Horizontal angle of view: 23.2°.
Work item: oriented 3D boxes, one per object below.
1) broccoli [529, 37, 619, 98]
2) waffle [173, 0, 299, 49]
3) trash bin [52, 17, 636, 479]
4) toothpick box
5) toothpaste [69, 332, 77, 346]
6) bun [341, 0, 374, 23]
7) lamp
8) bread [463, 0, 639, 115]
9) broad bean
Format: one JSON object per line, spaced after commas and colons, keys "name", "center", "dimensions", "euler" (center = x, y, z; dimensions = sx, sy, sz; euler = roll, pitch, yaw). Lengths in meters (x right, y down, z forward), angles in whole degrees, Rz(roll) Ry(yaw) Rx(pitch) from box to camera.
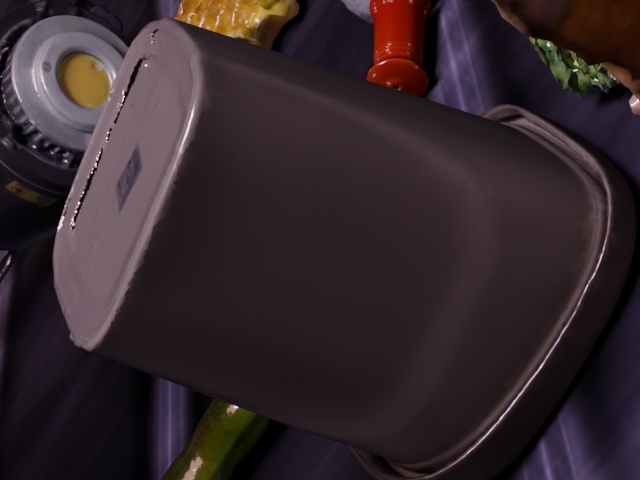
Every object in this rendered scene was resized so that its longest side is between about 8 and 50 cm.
{"name": "broccoli", "center": [0.134, -0.197, 0.874], "dimensions": [0.194, 0.194, 0.219], "euler": [-20, 55, 56]}
{"name": "waffle", "center": [-0.064, -0.244, 1.458], "dimensions": [0.211, 0.055, 0.160], "euler": [-7, 61, 62]}
{"name": "trash bin", "center": [0.000, 0.000, 0.881], "dimensions": [0.219, 0.250, 0.220], "euler": [-66, 24, 11]}
{"name": "toothpick box", "center": [0.057, -0.142, 1.140], "dimensions": [0.047, 0.047, 0.083], "euler": [-39, 36, 43]}
{"name": "toothpaste", "center": [-0.199, -0.008, 1.529], "dimensions": [0.060, 0.038, 0.233], "euler": [12, 80, 68]}
{"name": "bun", "center": [0.051, -0.238, 1.199], "dimensions": [0.141, 0.083, 0.141], "euler": [-40, 34, 36]}
{"name": "lamp", "center": [-0.303, -0.110, 1.614], "dimensions": [0.374, 0.205, 0.272], "euler": [-59, 19, -15]}
{"name": "bread", "center": [0.182, -0.235, 0.601], "dimensions": [0.390, 0.371, 0.279], "euler": [-62, 24, 7]}
{"name": "broad bean", "center": [-0.062, 0.135, 1.111], "dimensions": [0.254, 0.046, 0.065], "euler": [-54, 26, 20]}
